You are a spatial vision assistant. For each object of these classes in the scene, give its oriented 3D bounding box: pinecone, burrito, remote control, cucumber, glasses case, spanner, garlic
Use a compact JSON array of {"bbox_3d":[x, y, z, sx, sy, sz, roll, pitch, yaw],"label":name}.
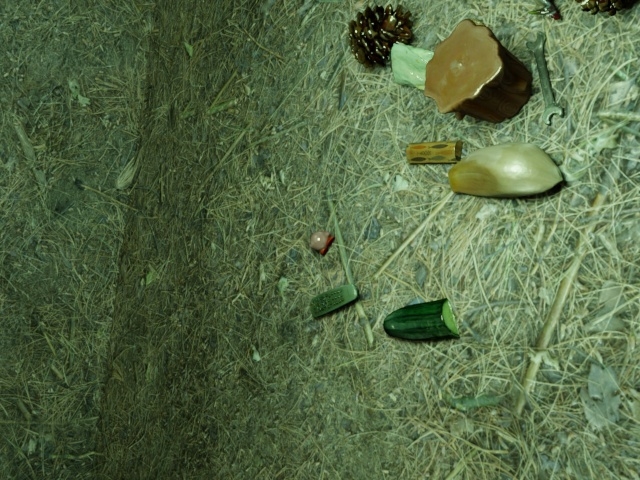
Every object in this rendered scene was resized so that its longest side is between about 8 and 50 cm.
[{"bbox_3d":[0.187,-0.637,1.699,0.204,0.179,0.184,2,104,33],"label":"pinecone"},{"bbox_3d":[0.651,-0.578,1.244,0.121,0.140,0.140,169,104,-64],"label":"pinecone"},{"bbox_3d":[0.311,-0.506,1.599,0.229,0.144,0.089,29,65,38],"label":"burrito"},{"bbox_3d":[0.044,0.199,1.810,0.222,0.042,0.072,-28,65,41],"label":"remote control"},{"bbox_3d":[0.271,0.237,1.560,0.244,0.063,0.115,-21,69,44],"label":"cucumber"},{"bbox_3d":[0.329,-0.258,1.587,0.170,0.041,0.064,7,90,45],"label":"glasses case"},{"bbox_3d":[0.569,-0.414,1.382,0.054,0.015,0.254,-20,70,44],"label":"spanner"},{"bbox_3d":[0.462,-0.184,1.409,0.318,0.112,0.143,3,89,57],"label":"garlic"}]

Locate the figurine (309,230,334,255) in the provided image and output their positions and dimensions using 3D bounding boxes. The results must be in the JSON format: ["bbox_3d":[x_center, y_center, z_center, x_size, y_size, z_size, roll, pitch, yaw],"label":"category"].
[{"bbox_3d":[0.000,0.000,1.867,0.071,0.067,0.083,39,96,20],"label":"figurine"}]

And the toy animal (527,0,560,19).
[{"bbox_3d":[0.565,-0.641,1.385,0.105,0.070,0.202,-21,67,29],"label":"toy animal"}]

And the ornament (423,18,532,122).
[{"bbox_3d":[0.417,-0.415,1.391,0.221,0.217,0.235,12,92,46],"label":"ornament"}]

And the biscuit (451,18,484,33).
[{"bbox_3d":[0.419,-0.576,1.559,0.120,0.015,0.120,-9,78,46],"label":"biscuit"}]
